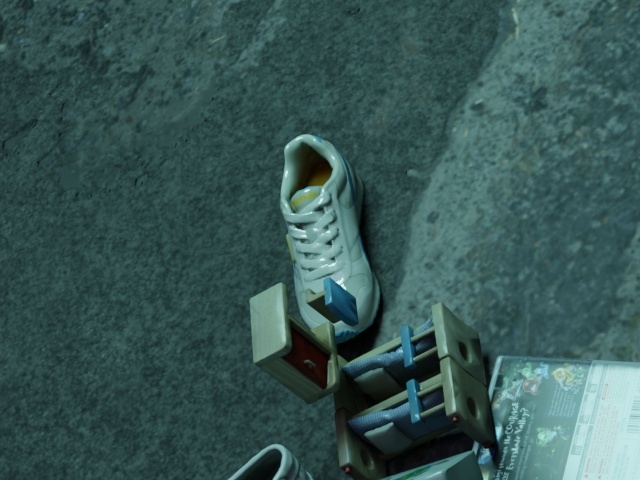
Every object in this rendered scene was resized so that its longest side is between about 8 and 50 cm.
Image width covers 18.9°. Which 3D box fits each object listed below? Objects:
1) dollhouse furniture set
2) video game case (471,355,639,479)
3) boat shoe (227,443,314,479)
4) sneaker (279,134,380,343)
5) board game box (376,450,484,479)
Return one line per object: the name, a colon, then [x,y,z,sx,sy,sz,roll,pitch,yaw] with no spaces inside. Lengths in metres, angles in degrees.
dollhouse furniture set: [0.046,0.118,1.710,0.129,0.184,0.129,-29,44,24]
video game case: [0.212,0.191,1.682,0.173,0.022,0.190,1,61,32]
boat shoe: [-0.114,0.286,1.749,0.258,0.084,0.095,-44,37,-18]
sneaker: [0.000,0.000,1.902,0.087,0.092,0.228,-21,51,16]
board game box: [0.016,0.328,1.587,0.303,0.097,0.224,-20,87,21]
